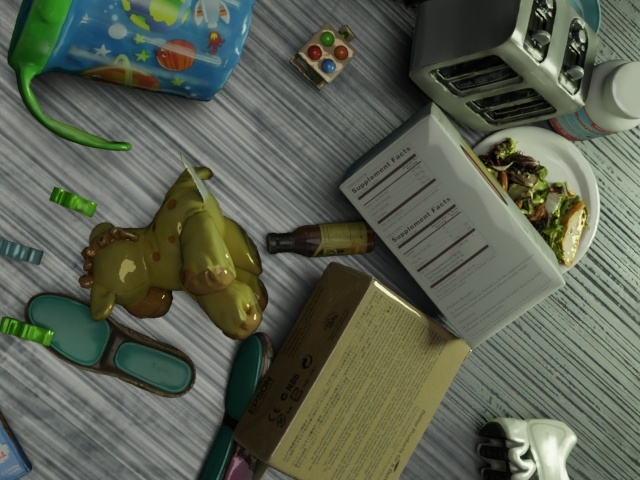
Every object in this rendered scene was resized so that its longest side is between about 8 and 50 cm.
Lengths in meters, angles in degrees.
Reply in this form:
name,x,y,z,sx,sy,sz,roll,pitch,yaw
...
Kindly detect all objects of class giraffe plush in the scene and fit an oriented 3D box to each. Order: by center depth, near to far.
name,x,y,z,sx,sy,sz,roll,pitch,yaw
giraffe plush,-0.176,0.028,1.156,0.170,0.181,0.210,-25,106,10

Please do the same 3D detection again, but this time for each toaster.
name,x,y,z,sx,sy,sz,roll,pitch,yaw
toaster,0.203,-0.219,1.202,0.168,0.186,0.110,32,61,-42

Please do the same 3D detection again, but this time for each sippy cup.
name,x,y,z,sx,sy,sz,roll,pitch,yaw
sippy cup,-0.195,-0.262,1.123,0.224,0.240,0.305,17,125,-22

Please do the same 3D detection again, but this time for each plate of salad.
name,x,y,z,sx,sy,sz,roll,pitch,yaw
plate of salad,0.262,-0.045,1.296,0.200,0.048,0.199,0,90,-12

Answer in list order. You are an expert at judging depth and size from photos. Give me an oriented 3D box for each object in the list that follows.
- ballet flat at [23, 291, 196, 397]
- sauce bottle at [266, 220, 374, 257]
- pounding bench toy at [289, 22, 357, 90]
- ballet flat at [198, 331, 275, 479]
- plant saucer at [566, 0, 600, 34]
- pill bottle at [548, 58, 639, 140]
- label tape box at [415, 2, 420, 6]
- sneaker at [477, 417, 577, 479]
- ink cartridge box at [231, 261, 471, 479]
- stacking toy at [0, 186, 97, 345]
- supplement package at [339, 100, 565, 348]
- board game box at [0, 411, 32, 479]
name,x,y,z,sx,sy,sz,roll,pitch,yaw
ballet flat,-0.240,0.123,1.176,0.206,0.067,0.073,30,78,-7
sauce bottle,0.000,0.000,1.244,0.128,0.042,0.042,-4,90,-10
pounding bench toy,0.014,-0.231,1.236,0.052,0.065,0.083,43,81,-8
ballet flat,-0.081,0.217,1.214,0.079,0.077,0.221,17,91,-30
plant saucer,0.298,-0.287,1.320,0.119,0.021,0.119,0,89,-11
pill bottle,0.345,-0.171,1.258,0.087,0.160,0.087,0,89,-12
label tape box,0.109,-0.419,1.239,0.334,0.106,0.240,15,86,-12
sneaker,0.271,0.360,1.270,0.118,0.110,0.292,-3,90,-21
ink cartridge box,0.039,0.172,1.190,0.193,0.088,0.234,36,80,-37
stacking toy,-0.367,0.003,1.133,0.221,0.052,0.167,18,86,7
supplement package,0.153,-0.022,1.207,0.134,0.139,0.244,-38,98,14
board game box,-0.443,0.204,1.146,0.160,0.039,0.211,-28,95,-11
